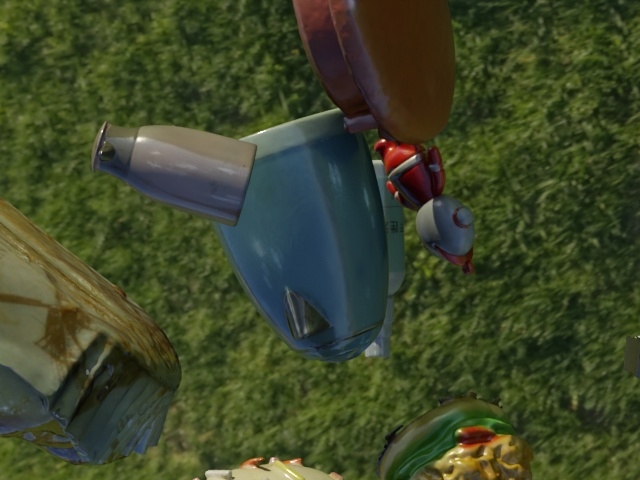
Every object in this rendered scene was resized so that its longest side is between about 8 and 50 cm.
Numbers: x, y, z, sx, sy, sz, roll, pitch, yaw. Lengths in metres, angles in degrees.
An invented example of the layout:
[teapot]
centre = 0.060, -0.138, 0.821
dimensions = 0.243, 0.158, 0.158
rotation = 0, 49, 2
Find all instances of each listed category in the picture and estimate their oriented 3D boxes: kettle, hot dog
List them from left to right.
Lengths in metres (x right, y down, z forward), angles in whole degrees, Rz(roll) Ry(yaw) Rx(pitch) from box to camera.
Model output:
[hot dog]
centre = -0.175, 0.006, 0.455
dimensions = 0.270, 0.082, 0.162
rotation = 40, 179, -3
[kettle]
centre = 0.000, 0.000, 1.535
dimensions = 0.247, 0.319, 0.342
rotation = -17, 95, 26

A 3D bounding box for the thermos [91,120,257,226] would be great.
[thermos]
centre = -0.184, -0.094, 1.310
dimensions = 0.137, 0.193, 0.105
rotation = -102, 27, -74

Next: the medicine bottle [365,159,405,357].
[medicine bottle]
centre = 0.097, 0.034, 1.913
dimensions = 0.110, 0.110, 0.351
rotation = -1, 91, 47

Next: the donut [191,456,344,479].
[donut]
centre = -0.089, 0.425, 1.301
dimensions = 0.142, 0.383, 0.382
rotation = -127, 36, -52

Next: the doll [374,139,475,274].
[doll]
centre = 0.163, -0.058, 1.574
dimensions = 0.245, 0.076, 0.142
rotation = 58, 150, 7

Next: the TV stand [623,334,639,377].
[TV stand]
centre = 0.510, 0.143, 1.337
dimensions = 0.040, 0.257, 0.049
rotation = -138, 49, -77

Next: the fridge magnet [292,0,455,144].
[fridge magnet]
centre = 0.076, -0.298, 1.385
dimensions = 0.155, 0.363, 0.363
rotation = -12, 100, 24

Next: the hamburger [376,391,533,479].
[hamburger]
centre = 0.208, 0.346, 1.537
dimensions = 0.149, 0.237, 0.237
rotation = 56, 143, 42
